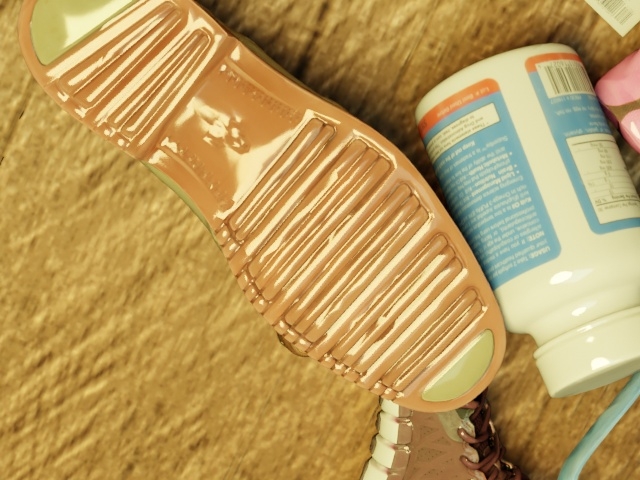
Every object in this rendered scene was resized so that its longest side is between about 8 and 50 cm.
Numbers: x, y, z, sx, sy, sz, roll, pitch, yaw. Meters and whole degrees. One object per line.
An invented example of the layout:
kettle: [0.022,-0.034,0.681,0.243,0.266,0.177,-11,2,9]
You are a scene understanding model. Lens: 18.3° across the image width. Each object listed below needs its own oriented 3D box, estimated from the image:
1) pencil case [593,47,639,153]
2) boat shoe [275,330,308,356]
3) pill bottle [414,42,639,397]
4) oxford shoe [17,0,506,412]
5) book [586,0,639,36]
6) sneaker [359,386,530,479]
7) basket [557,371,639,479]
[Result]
pencil case: [0.282,-0.149,1.375,0.209,0.098,0.095,-47,61,12]
boat shoe: [0.000,0.000,1.422,0.064,0.060,0.178,5,109,-6]
pill bottle: [0.157,-0.011,1.346,0.124,0.124,0.221,-20,76,3]
oxford shoe: [-0.028,-0.048,1.335,0.140,0.146,0.397,-43,95,5]
book: [0.228,-0.225,1.374,0.096,0.035,0.144,41,102,-19]
sneaker: [0.123,0.146,1.433,0.162,0.106,0.281,23,119,20]
basket: [0.331,0.142,1.405,0.255,0.201,0.289,41,72,-16]
